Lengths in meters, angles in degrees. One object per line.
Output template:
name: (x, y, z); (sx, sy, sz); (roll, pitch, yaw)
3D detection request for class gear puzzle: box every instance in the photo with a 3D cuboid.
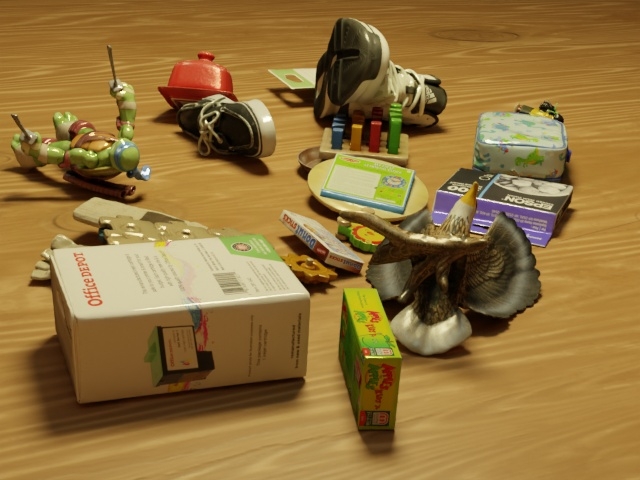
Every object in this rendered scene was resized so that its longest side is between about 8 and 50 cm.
gear puzzle: (-0.139, 0.028, 1.611); (0.339, 0.044, 0.175); (7, 19, -22)

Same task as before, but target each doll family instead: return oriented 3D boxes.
doll family: (0.443, -0.241, 2.368); (0.111, 0.076, 0.193); (17, 30, 19)

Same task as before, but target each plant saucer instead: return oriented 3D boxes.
plant saucer: (0.041, -0.136, 2.102); (0.168, 0.029, 0.168); (2, 23, -1)

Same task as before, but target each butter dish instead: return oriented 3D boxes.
butter dish: (-0.240, -0.328, 2.363); (0.160, 0.118, 0.160); (5, -8, 5)

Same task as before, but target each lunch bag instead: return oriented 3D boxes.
lunch bag: (0.375, -0.172, 2.157); (0.176, 0.090, 0.219); (5, 22, 7)

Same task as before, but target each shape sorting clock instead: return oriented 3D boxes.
shape sorting clock: (0.080, -0.087, 1.956); (0.206, 0.040, 0.206); (5, 36, -4)

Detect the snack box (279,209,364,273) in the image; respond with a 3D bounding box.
snack box: (0.000, 0.000, 1.740); (0.064, 0.022, 0.178); (20, 12, -31)

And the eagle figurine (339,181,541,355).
eagle figurine: (0.175, 0.026, 1.580); (0.226, 0.225, 0.298); (55, 6, 14)

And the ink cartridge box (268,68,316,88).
ink cartridge box: (0.020, -0.344, 2.575); (0.235, 0.056, 0.171); (-8, 24, -19)

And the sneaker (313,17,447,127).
sneaker: (0.141, -0.325, 2.271); (0.257, 0.169, 0.447); (4, -3, -8)

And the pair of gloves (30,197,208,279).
pair of gloves: (-0.284, 0.014, 1.671); (0.204, 0.042, 0.240); (12, 29, 8)

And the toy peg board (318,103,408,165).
toy peg board: (0.085, -0.205, 2.134); (0.160, 0.079, 0.161); (5, 21, 2)

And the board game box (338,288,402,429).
board game box: (0.056, 0.135, 1.354); (0.043, 0.092, 0.181); (1, 22, -8)

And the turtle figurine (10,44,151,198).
turtle figurine: (-0.415, -0.204, 1.935); (0.266, 0.198, 0.274); (3, -28, 49)

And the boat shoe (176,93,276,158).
boat shoe: (-0.183, -0.215, 2.157); (0.105, 0.113, 0.306); (-15, 25, -25)

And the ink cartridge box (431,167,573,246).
ink cartridge box: (0.301, -0.061, 1.935); (0.206, 0.045, 0.208); (12, 25, 19)

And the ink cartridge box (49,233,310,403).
ink cartridge box: (-0.175, 0.088, 1.404); (0.278, 0.117, 0.201); (-5, 23, -19)

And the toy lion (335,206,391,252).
toy lion: (0.079, -0.012, 1.805); (0.096, 0.034, 0.100); (26, 30, 30)
